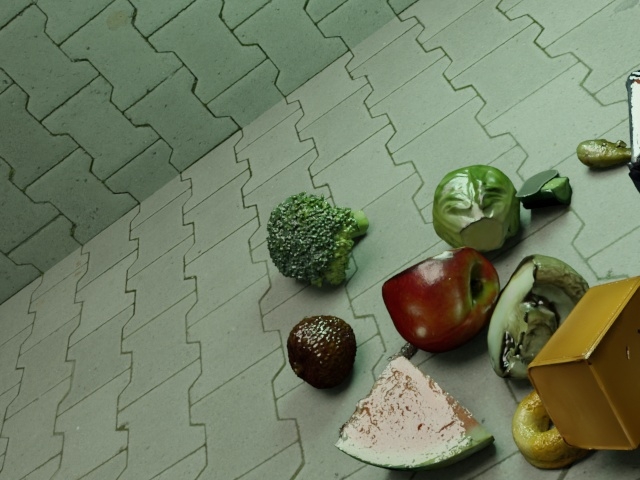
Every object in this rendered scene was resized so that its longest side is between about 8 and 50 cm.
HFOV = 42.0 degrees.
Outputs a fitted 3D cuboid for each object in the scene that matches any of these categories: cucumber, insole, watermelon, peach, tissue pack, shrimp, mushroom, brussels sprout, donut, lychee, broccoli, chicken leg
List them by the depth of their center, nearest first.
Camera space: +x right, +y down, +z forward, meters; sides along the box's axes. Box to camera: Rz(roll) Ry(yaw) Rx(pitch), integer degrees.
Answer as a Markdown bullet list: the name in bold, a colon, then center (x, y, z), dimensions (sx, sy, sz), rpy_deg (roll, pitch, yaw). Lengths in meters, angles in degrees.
- **tissue pack**: center (0.521, 0.220, 1.501), dimensions (0.274, 0.195, 0.145), rpy_deg (-37, 10, -39)
- **donut**: center (0.454, 0.346, 1.609), dimensions (0.190, 0.075, 0.174), rpy_deg (-29, 33, 19)
- **watermelon**: center (0.198, 0.379, 1.732), dimensions (0.310, 0.193, 0.232), rpy_deg (-24, 36, 25)
- **mushroom**: center (0.466, 0.166, 1.743), dimensions (0.189, 0.163, 0.267), rpy_deg (-134, 56, -82)
- **peach**: center (0.265, 0.138, 1.920), dimensions (0.274, 0.248, 0.246), rpy_deg (-17, 59, 52)
- **shrimp**: center (0.204, 0.274, 2.019), dimensions (0.092, 0.029, 0.038), rpy_deg (-41, 39, 11)
- **chicken leg**: center (0.719, -0.217, 2.040), dimensions (0.178, 0.070, 0.093), rpy_deg (5, 47, 41)
- **cucumber**: center (0.557, -0.113, 2.073), dimensions (0.115, 0.062, 0.116), rpy_deg (-11, 15, 40)
- **insole**: center (0.539, -0.145, 2.088), dimensions (0.080, 0.003, 0.232), rpy_deg (-8, 15, 34)
- **brussels sprout**: center (0.391, -0.077, 2.091), dimensions (0.244, 0.244, 0.244), rpy_deg (-28, 34, 21)
- **lychee**: center (0.002, 0.278, 2.093), dimensions (0.194, 0.194, 0.194), rpy_deg (-28, 34, 21)
- **broccoli**: center (-0.010, 0.017, 2.410), dimensions (0.375, 0.301, 0.249), rpy_deg (136, 140, -55)

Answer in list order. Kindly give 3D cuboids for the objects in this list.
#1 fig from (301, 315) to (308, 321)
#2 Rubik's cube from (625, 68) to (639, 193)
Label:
- **fig**: center (-0.023, 0.256, 2.221), dimensions (0.082, 0.098, 0.084), rpy_deg (-34, -13, -34)
- **Rubik's cube**: center (0.808, -0.184, 1.671), dimensions (0.306, 0.310, 0.305), rpy_deg (-18, 41, 32)
